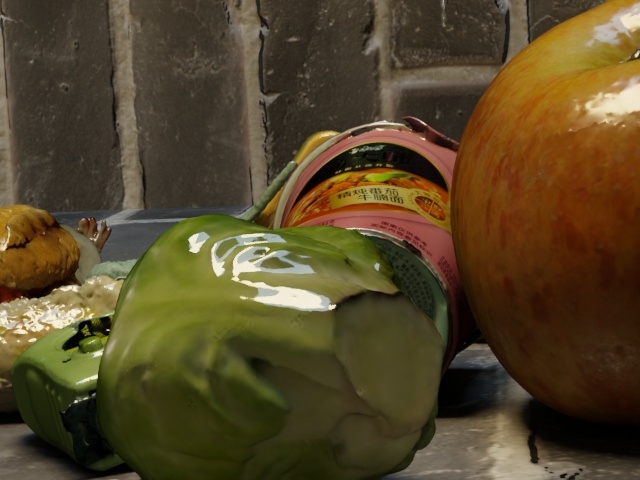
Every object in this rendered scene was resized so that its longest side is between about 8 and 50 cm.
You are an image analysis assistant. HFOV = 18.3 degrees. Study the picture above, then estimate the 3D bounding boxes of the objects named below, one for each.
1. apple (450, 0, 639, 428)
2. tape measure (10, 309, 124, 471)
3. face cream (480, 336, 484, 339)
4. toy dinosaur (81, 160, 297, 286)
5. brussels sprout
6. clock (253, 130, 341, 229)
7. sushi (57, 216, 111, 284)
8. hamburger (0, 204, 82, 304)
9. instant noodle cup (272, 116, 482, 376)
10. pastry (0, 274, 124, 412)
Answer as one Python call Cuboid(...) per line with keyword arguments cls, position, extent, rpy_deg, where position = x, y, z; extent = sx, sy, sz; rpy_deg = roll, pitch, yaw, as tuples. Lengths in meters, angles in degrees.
Cuboid(cls="apple", position=(0.297, -0.040, 1.565), extent=(0.400, 0.334, 0.400), rpy_deg=(-2, 19, 1))
Cuboid(cls="tape measure", position=(-0.154, 0.112, 1.563), extent=(0.175, 0.106, 0.200), rpy_deg=(-21, 11, -25))
Cuboid(cls="face cream", position=(0.069, 0.061, 2.068), extent=(0.273, 0.078, 0.078), rpy_deg=(0, 6, 29))
Cuboid(cls="toy dinosaur", position=(-0.179, 0.049, 1.958), extent=(0.383, 0.076, 0.129), rpy_deg=(-21, 29, 24))
Cuboid(cls="brussels sprout", position=(-0.034, 0.084, 1.334), extent=(0.244, 0.244, 0.244), rpy_deg=(-2, 6, 0))
Cuboid(cls="clock", position=(0.000, 0.000, 1.990), extent=(0.143, 0.202, 0.096), rpy_deg=(34, 3, -8))
Cuboid(cls="sushi", position=(-0.375, 0.046, 2.200), extent=(0.332, 0.124, 0.130), rpy_deg=(-9, -2, -40))
Cuboid(cls="hamburger", position=(-0.331, 0.063, 1.856), extent=(0.244, 0.163, 0.244), rpy_deg=(-11, 11, 2))
Cuboid(cls="instant noodle cup", position=(0.050, 0.037, 1.726), extent=(0.243, 0.244, 0.255), rpy_deg=(-2, 15, 9))
Cuboid(cls="pastry", position=(-0.281, 0.092, 1.701), extent=(0.258, 0.122, 0.089), rpy_deg=(-5, -9, -8))
